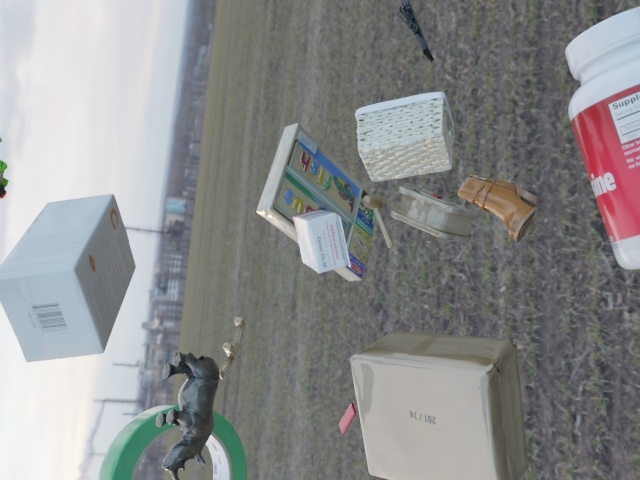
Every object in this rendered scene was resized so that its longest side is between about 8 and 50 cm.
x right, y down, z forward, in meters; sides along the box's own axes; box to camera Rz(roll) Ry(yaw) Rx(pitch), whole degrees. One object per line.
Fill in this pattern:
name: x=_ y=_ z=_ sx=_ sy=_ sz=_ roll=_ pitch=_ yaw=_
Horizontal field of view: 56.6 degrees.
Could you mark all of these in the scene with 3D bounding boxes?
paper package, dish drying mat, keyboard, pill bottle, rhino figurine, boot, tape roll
paper package: x=0.255 y=0.366 z=1.272 sx=0.324 sy=0.168 sz=0.310 roll=-2 pitch=101 yaw=38
dish drying mat: x=0.066 y=0.435 z=1.450 sx=0.083 sy=0.008 sz=0.032 roll=-67 pitch=30 yaw=32
keyboard: x=0.208 y=-0.508 z=1.385 sx=0.100 sy=0.038 sz=0.192 roll=24 pitch=-134 yaw=-63
pill bottle: x=0.566 y=-0.172 z=1.012 sx=0.229 sy=0.228 sz=0.408 roll=143 pitch=113 yaw=-70
rhino figurine: x=-0.247 y=0.332 z=1.120 sx=0.073 sy=0.106 sz=0.243 roll=-2 pitch=79 yaw=50
boot: x=0.347 y=-0.071 z=1.189 sx=0.197 sy=0.152 sz=0.073 roll=-43 pitch=-26 yaw=-61
tape roll: x=-0.314 y=0.522 z=1.293 sx=0.077 sy=0.321 sz=0.322 roll=-15 pitch=68 yaw=49

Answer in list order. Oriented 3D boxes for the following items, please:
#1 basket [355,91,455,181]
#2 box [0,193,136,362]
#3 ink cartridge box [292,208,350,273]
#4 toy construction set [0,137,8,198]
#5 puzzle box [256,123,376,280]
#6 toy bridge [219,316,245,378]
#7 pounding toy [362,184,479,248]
basket: x=0.154 y=-0.182 z=1.076 sx=0.113 sy=0.167 sz=0.103 roll=56 pitch=-147 yaw=-52
box: x=-0.551 y=0.071 z=1.326 sx=0.345 sy=0.168 sz=0.215 roll=-98 pitch=1 yaw=-61
ink cartridge box: x=0.000 y=0.000 z=1.260 sx=0.198 sy=0.067 sz=0.115 roll=-159 pitch=55 yaw=-75
toy construction set: x=-0.985 y=-0.181 z=1.692 sx=0.327 sy=0.151 sz=0.215 roll=-45 pitch=43 yaw=28
puzzle box: x=0.011 y=-0.094 z=1.644 sx=0.052 sy=0.409 sz=0.272 roll=-7 pitch=58 yaw=40
toy bridge: x=-0.256 y=0.313 z=1.688 sx=0.063 sy=0.026 sz=0.188 roll=78 pitch=-155 yaw=-51
pounding toy: x=0.245 y=-0.047 z=1.479 sx=0.269 sy=0.154 sz=0.155 roll=27 pitch=106 yaw=33
